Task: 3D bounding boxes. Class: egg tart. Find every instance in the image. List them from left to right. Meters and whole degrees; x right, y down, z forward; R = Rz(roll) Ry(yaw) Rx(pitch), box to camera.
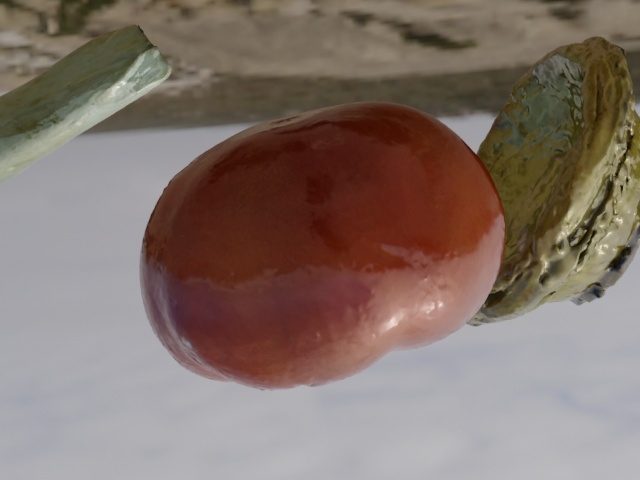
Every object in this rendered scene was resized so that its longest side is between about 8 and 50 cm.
[{"bbox_3d":[0.207,-0.037,1.257,0.123,0.294,0.294,25,180,-12],"label":"egg tart"}]

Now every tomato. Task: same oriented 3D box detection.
[{"bbox_3d":[-0.002,0.001,1.011,0.260,0.180,0.260,-17,-172,2],"label":"tomato"}]

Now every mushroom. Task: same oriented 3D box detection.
[{"bbox_3d":[-0.312,-0.132,1.567,0.312,0.081,0.100,-34,-133,-4],"label":"mushroom"}]
